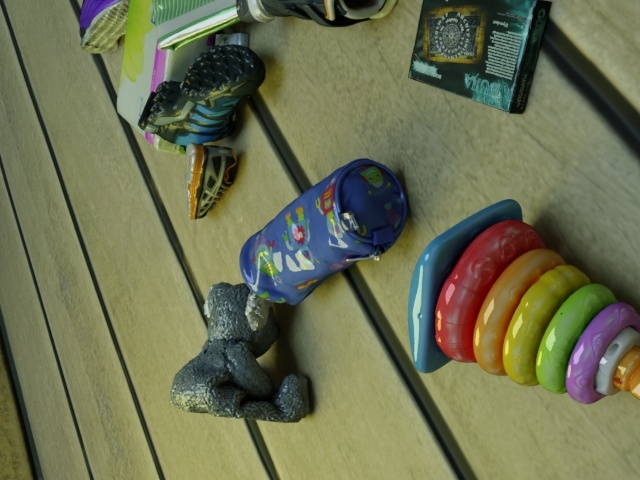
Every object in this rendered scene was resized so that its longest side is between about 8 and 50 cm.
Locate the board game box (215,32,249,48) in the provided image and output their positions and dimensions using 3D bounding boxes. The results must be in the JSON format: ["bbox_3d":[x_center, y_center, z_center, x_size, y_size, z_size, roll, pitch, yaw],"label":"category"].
[{"bbox_3d":[-0.158,-0.319,1.490,0.090,0.020,0.090,17,107,54],"label":"board game box"}]

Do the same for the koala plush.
[{"bbox_3d":[-0.132,0.169,1.359,0.196,0.203,0.221,-3,78,56],"label":"koala plush"}]

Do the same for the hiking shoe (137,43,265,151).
[{"bbox_3d":[-0.182,-0.242,1.459,0.304,0.132,0.113,-14,54,45],"label":"hiking shoe"}]

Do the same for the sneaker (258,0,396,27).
[{"bbox_3d":[0.011,-0.342,1.142,0.321,0.126,0.127,-15,92,63],"label":"sneaker"}]

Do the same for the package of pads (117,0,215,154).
[{"bbox_3d":[-0.302,-0.342,1.632,0.229,0.101,0.296,41,125,47],"label":"package of pads"}]

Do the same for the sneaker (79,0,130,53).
[{"bbox_3d":[-0.474,-0.525,1.876,0.293,0.102,0.146,-12,81,56],"label":"sneaker"}]

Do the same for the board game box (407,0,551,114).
[{"bbox_3d":[0.178,-0.231,0.988,0.186,0.026,0.126,35,121,50],"label":"board game box"}]

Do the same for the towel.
[{"bbox_3d":[-0.203,-0.506,1.440,0.248,0.038,0.324,-17,76,27],"label":"towel"}]

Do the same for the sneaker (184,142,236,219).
[{"bbox_3d":[-0.202,-0.101,1.527,0.215,0.083,0.084,116,145,-63],"label":"sneaker"}]

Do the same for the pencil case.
[{"bbox_3d":[0.000,0.000,1.189,0.306,0.119,0.133,-33,67,53],"label":"pencil case"}]

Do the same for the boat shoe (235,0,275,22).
[{"bbox_3d":[-0.096,-0.448,1.316,0.076,0.080,0.228,0,88,45],"label":"boat shoe"}]

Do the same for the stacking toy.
[{"bbox_3d":[0.246,0.095,0.822,0.302,0.166,0.175,29,132,40],"label":"stacking toy"}]
